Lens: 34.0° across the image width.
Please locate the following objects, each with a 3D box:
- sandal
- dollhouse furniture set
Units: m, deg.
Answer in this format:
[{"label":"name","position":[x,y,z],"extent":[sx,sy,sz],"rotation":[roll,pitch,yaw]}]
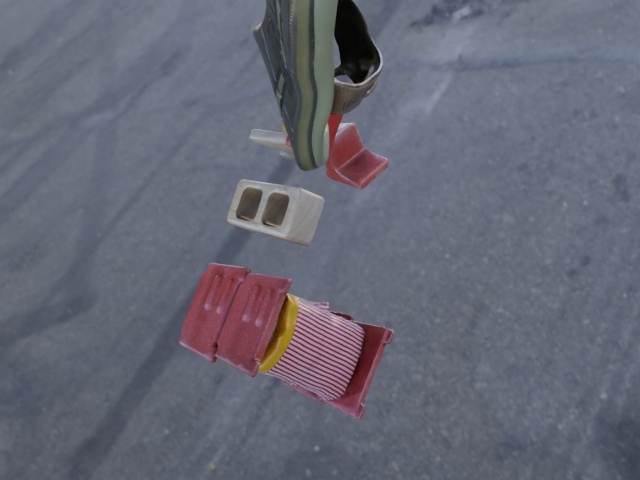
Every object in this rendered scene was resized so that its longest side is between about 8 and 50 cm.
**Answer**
[{"label":"sandal","position":[0.006,-0.137,0.767],"extent":[0.086,0.120,0.303],"rotation":[-16,-12,-7]},{"label":"dollhouse furniture set","position":[0.000,0.000,1.273],"extent":[0.152,0.201,0.374],"rotation":[13,81,47]}]
